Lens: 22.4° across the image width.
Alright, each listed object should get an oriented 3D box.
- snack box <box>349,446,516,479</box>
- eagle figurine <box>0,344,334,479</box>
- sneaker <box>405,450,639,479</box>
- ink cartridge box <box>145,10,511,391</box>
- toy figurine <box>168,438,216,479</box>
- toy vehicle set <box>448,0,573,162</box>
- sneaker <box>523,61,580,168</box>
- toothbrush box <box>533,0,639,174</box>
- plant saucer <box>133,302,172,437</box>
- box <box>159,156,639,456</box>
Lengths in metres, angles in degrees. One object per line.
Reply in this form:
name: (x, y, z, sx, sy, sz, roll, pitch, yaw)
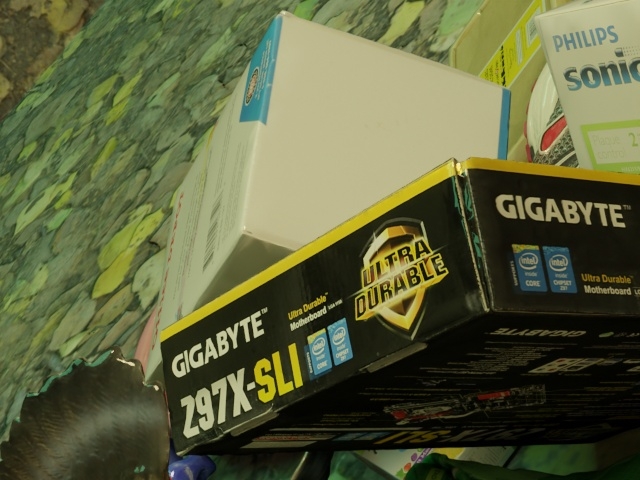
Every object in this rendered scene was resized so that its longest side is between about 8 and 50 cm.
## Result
snack box: (0.083, 0.132, 1.142, 0.100, 0.037, 0.141, -50, 23, -9)
eagle figurine: (-0.096, 0.251, 1.051, 0.225, 0.226, 0.298, -8, 52, 6)
sneaker: (0.103, 0.180, 0.924, 0.296, 0.123, 0.109, -30, 30, 36)
ink cartridge box: (0.000, 0.000, 1.084, 0.232, 0.168, 0.171, 128, 154, -56)
toy figurine: (-0.189, 0.262, 1.340, 0.363, 0.191, 0.217, -31, 0, 34)
toy vehicle set: (0.164, -0.138, 1.346, 0.166, 0.035, 0.266, -54, 19, 36)
sneaker: (0.199, -0.049, 1.117, 0.112, 0.121, 0.299, -24, 34, 61)
toothbrush box: (0.303, -0.131, 0.933, 0.283, 0.122, 0.206, -24, 12, -29)
plant saucer: (-0.018, 0.047, 1.379, 0.332, 0.084, 0.332, -37, 24, 20)
box: (0.118, 0.047, 0.859, 0.257, 0.322, 0.079, -29, 64, 49)
